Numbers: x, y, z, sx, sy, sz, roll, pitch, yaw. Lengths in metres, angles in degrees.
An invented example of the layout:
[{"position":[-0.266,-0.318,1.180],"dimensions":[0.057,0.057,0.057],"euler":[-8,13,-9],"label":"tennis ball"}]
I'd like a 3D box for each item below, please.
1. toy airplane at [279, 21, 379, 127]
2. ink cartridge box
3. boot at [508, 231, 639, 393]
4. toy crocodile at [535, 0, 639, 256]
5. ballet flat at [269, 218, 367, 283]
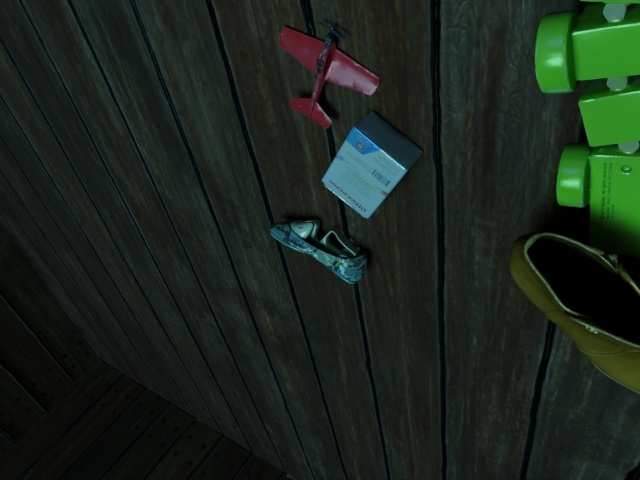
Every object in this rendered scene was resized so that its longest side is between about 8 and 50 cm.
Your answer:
[{"position":[-0.002,-0.210,0.665],"dimensions":[0.151,0.028,0.151],"euler":[24,141,21],"label":"toy airplane"},{"position":[0.067,-0.099,0.696],"dimensions":[0.088,0.052,0.122],"euler":[40,143,3],"label":"ink cartridge box"},{"position":[0.322,0.097,0.531],"dimensions":[0.295,0.104,0.211],"euler":[39,-171,13],"label":"boot"},{"position":[0.274,-0.117,0.455],"dimensions":[0.115,0.105,0.341],"euler":[6,136,39],"label":"toy crocodile"},{"position":[0.000,0.000,0.868],"dimensions":[0.188,0.070,0.070],"euler":[29,143,14],"label":"ballet flat"}]
